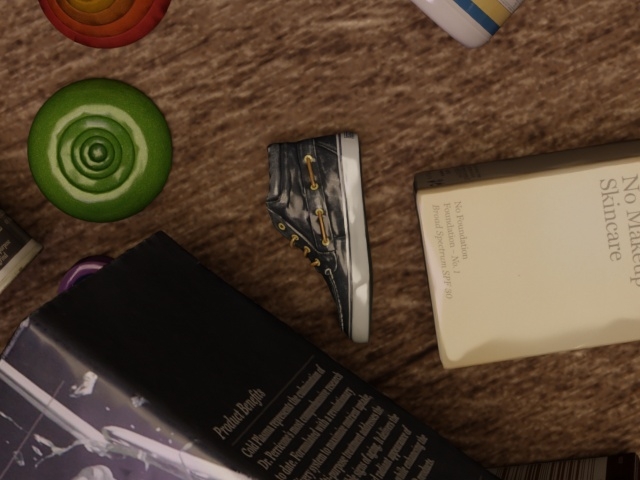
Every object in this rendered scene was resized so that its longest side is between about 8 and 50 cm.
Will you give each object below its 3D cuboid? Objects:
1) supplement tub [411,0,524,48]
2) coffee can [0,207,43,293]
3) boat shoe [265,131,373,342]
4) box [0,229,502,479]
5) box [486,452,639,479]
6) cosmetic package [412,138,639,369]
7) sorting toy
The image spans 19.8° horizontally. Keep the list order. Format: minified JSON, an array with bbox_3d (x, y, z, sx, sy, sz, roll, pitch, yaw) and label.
[{"bbox_3d":[0.140,-0.271,1.489,0.144,0.144,0.199,41,99,-6],"label":"supplement tub"},{"bbox_3d":[-0.398,-0.018,1.519,0.201,0.201,0.275,-44,97,8],"label":"coffee can"},{"bbox_3d":[0.000,0.000,1.587,0.083,0.065,0.183,-5,94,5],"label":"boat shoe"},{"bbox_3d":[-0.099,0.335,1.410,0.472,0.297,0.480,36,108,6],"label":"box"},{"bbox_3d":[0.203,0.307,1.571,0.168,0.167,0.203,-8,100,11],"label":"box"},{"bbox_3d":[0.242,0.002,1.554,0.309,0.113,0.160,-10,100,4],"label":"cosmetic package"},{"bbox_3d":[-0.192,-0.093,1.540,0.127,0.126,0.365,2,100,1],"label":"sorting toy"}]
